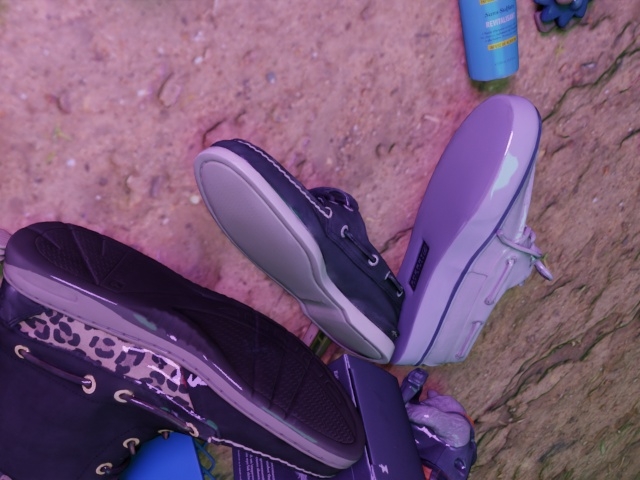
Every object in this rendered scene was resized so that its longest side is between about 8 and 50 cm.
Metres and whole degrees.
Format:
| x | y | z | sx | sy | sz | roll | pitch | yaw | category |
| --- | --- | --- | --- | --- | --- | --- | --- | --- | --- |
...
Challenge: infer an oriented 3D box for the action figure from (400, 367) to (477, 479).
| x | y | z | sx | sy | sz | roll | pitch | yaw | category |
| --- | --- | --- | --- | --- | --- | --- | --- | --- | --- |
| 0.130 | 0.363 | 0.803 | 0.178 | 0.330 | 0.341 | 22 | 137 | 12 | action figure |

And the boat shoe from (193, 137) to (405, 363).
| x | y | z | sx | sy | sz | roll | pitch | yaw | category |
| --- | --- | --- | --- | --- | --- | --- | --- | --- | --- |
| 0.003 | 0.001 | 0.617 | 0.340 | 0.127 | 0.113 | 49 | 61 | -31 | boat shoe |

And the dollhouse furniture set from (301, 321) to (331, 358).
| x | y | z | sx | sy | sz | roll | pitch | yaw | category |
| --- | --- | --- | --- | --- | --- | --- | --- | --- | --- |
| -0.056 | 0.126 | 0.687 | 0.151 | 0.076 | 0.059 | 7 | 119 | -39 | dollhouse furniture set |

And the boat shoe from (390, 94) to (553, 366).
| x | y | z | sx | sy | sz | roll | pitch | yaw | category |
| --- | --- | --- | --- | --- | --- | --- | --- | --- | --- |
| 0.202 | 0.014 | 0.680 | 0.156 | 0.136 | 0.367 | 8 | 120 | -15 | boat shoe |

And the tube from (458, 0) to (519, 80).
| x | y | z | sx | sy | sz | roll | pitch | yaw | category |
| --- | --- | --- | --- | --- | --- | --- | --- | --- | --- |
| 0.162 | -0.266 | 0.564 | 0.080 | 0.052 | 0.207 | -25 | 121 | -15 | tube |

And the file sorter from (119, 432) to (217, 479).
| x | y | z | sx | sy | sz | roll | pitch | yaw | category |
| --- | --- | --- | --- | --- | --- | --- | --- | --- | --- |
| -0.181 | 0.307 | 0.682 | 0.118 | 0.170 | 0.105 | -28 | 131 | -6 | file sorter |

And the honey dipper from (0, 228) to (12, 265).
| x | y | z | sx | sy | sz | roll | pitch | yaw | category |
| --- | --- | --- | --- | --- | --- | --- | --- | --- | --- |
| -0.341 | 0.057 | 0.540 | 0.030 | 0.030 | 0.161 | 28 | 107 | -35 | honey dipper |

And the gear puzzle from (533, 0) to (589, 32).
| x | y | z | sx | sy | sz | roll | pitch | yaw | category |
| --- | --- | --- | --- | --- | --- | --- | --- | --- | --- |
| 0.354 | -0.366 | 0.587 | 0.339 | 0.044 | 0.175 | -36 | 127 | -1 | gear puzzle |

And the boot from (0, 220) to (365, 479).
| x | y | z | sx | sy | sz | roll | pitch | yaw | category |
| --- | --- | --- | --- | --- | --- | --- | --- | --- | --- |
| -0.176 | 0.185 | 0.575 | 0.377 | 0.138 | 0.284 | 30 | 109 | -9 | boot |

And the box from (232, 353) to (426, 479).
| x | y | z | sx | sy | sz | roll | pitch | yaw | category |
| --- | --- | --- | --- | --- | --- | --- | --- | --- | --- |
| 0.003 | 0.257 | 0.673 | 0.207 | 0.153 | 0.108 | -36 | 133 | 25 | box |
